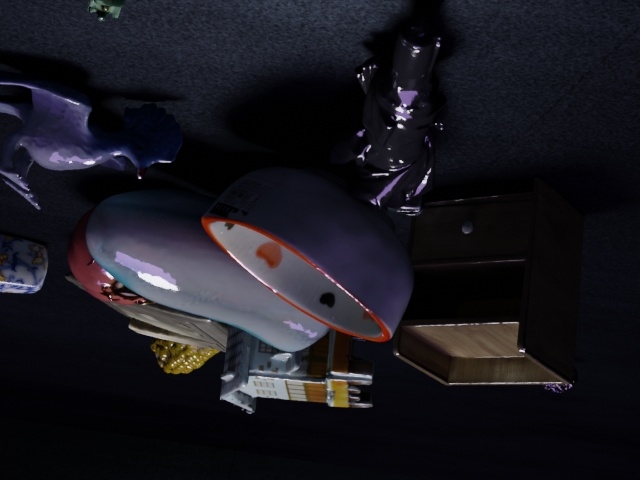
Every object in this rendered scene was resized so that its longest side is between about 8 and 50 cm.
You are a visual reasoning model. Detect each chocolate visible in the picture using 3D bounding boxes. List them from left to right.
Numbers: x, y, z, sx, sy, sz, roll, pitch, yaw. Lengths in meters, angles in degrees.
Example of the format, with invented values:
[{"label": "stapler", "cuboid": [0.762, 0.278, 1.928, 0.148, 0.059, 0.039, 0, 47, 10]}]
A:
[{"label": "chocolate", "cuboid": [0.377, 0.202, 2.329, 0.072, 0.070, 0.147, 7, 154, 33]}]

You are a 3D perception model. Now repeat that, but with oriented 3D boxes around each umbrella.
[{"label": "umbrella", "cuboid": [0.009, -0.056, 1.683, 0.236, 0.059, 0.066, 7, -176, 4]}, {"label": "umbrella", "cuboid": [0.076, -0.125, 1.377, 0.118, 0.118, 0.340, 8, 162, -2]}]

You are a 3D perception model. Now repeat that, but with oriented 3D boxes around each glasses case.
[{"label": "glasses case", "cuboid": [-0.531, 0.024, 2.072, 0.248, 0.087, 0.065, 13, 148, -14]}]

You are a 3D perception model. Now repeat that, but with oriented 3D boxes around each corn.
[{"label": "corn", "cuboid": [-0.207, 0.159, 2.348, 0.097, 0.097, 0.320, 14, 158, -19]}]

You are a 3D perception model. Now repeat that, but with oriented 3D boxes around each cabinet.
[{"label": "cabinet", "cuboid": [0.204, 0.051, 1.685, 0.175, 0.215, 0.148, -4, 157, 33]}]

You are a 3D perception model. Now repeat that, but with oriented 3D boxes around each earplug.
[{"label": "earplug", "cuboid": [-0.140, 0.017, 1.720, 0.324, 0.185, 0.185, 18, 159, -39]}]

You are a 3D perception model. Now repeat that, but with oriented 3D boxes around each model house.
[{"label": "model house", "cuboid": [-0.023, 0.128, 1.977, 0.215, 0.224, 0.198, 5, 162, 5]}]

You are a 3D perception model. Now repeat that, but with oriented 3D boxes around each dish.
[{"label": "dish", "cuboid": [0.000, 0.000, 1.578, 0.256, 0.117, 0.256, 32, 165, 9]}]

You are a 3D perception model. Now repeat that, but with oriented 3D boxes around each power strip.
[{"label": "power strip", "cuboid": [-0.224, 0.094, 2.108, 0.257, 0.092, 0.251, 15, 162, 18]}]

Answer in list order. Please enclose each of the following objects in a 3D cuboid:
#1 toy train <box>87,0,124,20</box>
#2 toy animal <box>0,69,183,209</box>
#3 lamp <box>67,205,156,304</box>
[{"label": "toy train", "cuboid": [-0.190, -0.227, 1.254, 0.033, 0.053, 0.083, 11, 160, -13]}, {"label": "toy animal", "cuboid": [-0.288, -0.121, 1.577, 0.255, 0.176, 0.239, 38, 167, 19]}, {"label": "lamp", "cuboid": [-0.245, 0.005, 1.854, 0.182, 0.140, 0.182, -8, 151, -4]}]
